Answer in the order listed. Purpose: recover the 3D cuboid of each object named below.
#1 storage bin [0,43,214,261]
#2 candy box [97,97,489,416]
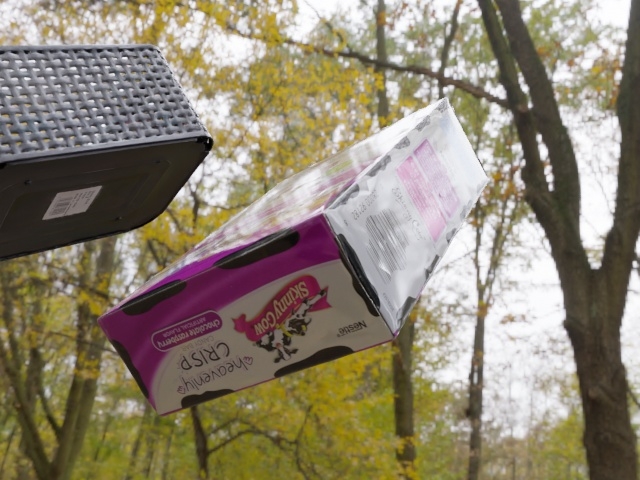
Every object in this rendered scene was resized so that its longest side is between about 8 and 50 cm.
[{"bbox_3d":[-0.178,-0.057,0.491,0.180,0.084,0.122,-18,-18,-47],"label":"storage bin"},{"bbox_3d":[0.000,0.000,0.456,0.159,0.233,0.071,-24,-78,31],"label":"candy box"}]
